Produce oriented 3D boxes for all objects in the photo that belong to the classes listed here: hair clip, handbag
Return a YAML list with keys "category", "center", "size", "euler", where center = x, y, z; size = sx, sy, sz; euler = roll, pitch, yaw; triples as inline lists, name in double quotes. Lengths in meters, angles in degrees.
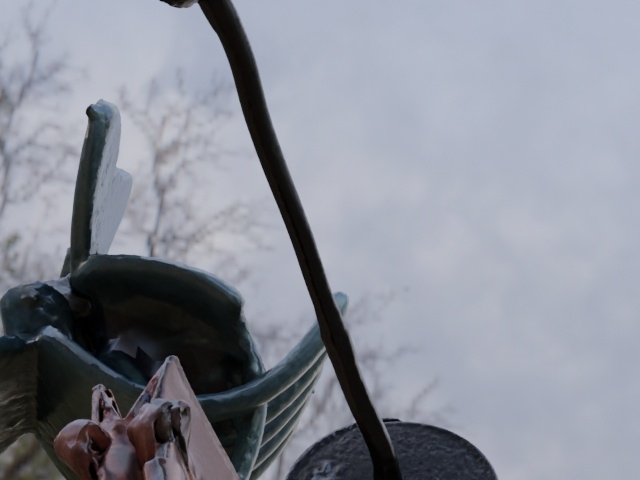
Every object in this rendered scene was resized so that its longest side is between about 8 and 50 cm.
- category: "hair clip"
  center: [-0.139, 0.105, 1.297]
  size: [0.238, 0.392, 0.318]
  euler: [30, -27, 4]
- category: "handbag"
  center: [-0.048, 0.155, 0.676]
  size: [0.059, 0.212, 0.157]
  euler: [-21, -65, 5]

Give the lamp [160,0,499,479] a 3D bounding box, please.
- category: "lamp"
  center: [-0.032, 0.010, 0.811]
  size: [0.108, 0.130, 0.371]
  euler: [-14, -56, 26]
